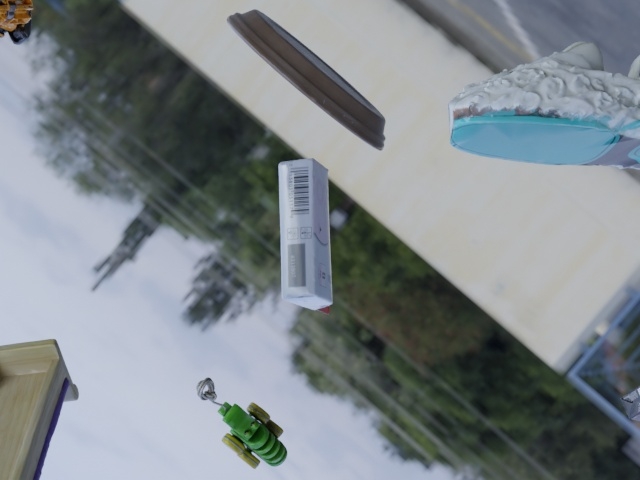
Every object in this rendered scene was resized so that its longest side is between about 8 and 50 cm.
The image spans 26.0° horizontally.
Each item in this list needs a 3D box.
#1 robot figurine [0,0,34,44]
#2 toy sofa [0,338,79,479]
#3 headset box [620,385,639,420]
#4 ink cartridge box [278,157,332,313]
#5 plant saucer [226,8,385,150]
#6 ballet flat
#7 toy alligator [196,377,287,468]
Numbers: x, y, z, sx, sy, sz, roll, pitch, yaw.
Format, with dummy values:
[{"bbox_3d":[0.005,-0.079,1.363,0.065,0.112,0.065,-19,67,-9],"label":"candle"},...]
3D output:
[{"bbox_3d":[-0.416,-0.341,1.530,0.211,0.085,0.291,-17,-97,-53],"label":"robot figurine"},{"bbox_3d":[-0.448,0.316,1.954,0.362,0.150,0.177,-86,-15,-58],"label":"toy sofa"},{"bbox_3d":[0.418,0.196,1.693,0.083,0.062,0.032,19,-137,-44],"label":"headset box"},{"bbox_3d":[0.000,0.000,1.929,0.066,0.189,0.232,-5,170,19],"label":"ink cartridge box"},{"bbox_3d":[-0.010,-0.225,1.891,0.278,0.041,0.278,40,-171,-8],"label":"plant saucer"},{"bbox_3d":[0.321,-0.143,1.493,0.408,0.147,0.147,7,-167,-15],"label":"ballet flat"},{"bbox_3d":[-0.079,0.214,1.555,0.051,0.056,0.190,29,164,38],"label":"toy alligator"}]
